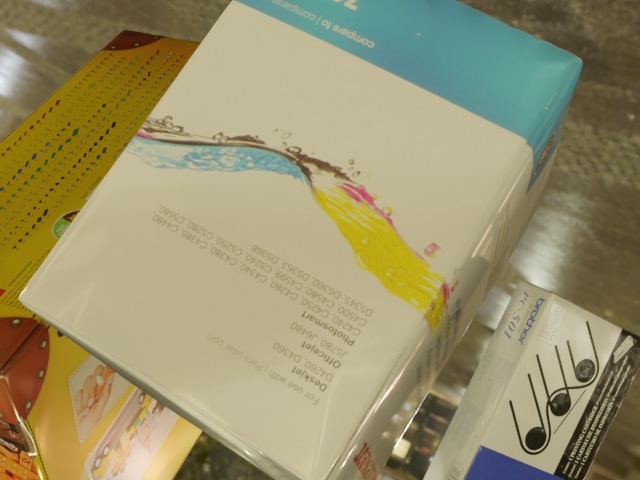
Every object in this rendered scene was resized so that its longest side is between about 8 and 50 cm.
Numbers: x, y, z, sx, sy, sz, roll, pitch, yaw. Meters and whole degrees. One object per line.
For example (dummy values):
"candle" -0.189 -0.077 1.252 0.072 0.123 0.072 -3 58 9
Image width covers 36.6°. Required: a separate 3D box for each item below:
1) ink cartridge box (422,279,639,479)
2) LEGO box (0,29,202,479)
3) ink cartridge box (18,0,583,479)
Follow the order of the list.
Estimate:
"ink cartridge box" 0.143 0.142 0.684 0.097 0.207 0.046 25 -179 -24
"LEGO box" -0.226 0.066 1.029 0.193 0.500 0.372 14 133 18
"ink cartridge box" 0.000 0.000 0.598 0.197 0.270 0.198 29 165 15
